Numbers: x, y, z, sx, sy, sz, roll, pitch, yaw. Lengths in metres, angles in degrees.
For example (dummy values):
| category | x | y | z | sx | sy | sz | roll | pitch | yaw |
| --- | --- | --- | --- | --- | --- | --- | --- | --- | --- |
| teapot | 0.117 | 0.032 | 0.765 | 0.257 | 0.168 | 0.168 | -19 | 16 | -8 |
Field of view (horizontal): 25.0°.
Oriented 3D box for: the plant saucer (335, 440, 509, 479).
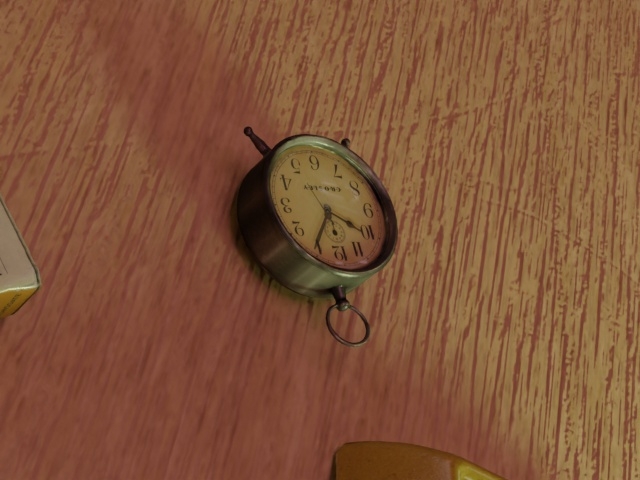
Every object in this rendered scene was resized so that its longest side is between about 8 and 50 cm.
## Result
| category | x | y | z | sx | sy | sz | roll | pitch | yaw |
| --- | --- | --- | --- | --- | --- | --- | --- | --- | --- |
| plant saucer | 0.169 | 0.298 | 1.004 | 0.333 | 0.081 | 0.333 | 27 | 34 | -18 |

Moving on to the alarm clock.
| category | x | y | z | sx | sy | sz | roll | pitch | yaw |
| --- | --- | --- | --- | --- | --- | --- | --- | --- | --- |
| alarm clock | 0.000 | 0.000 | 1.153 | 0.129 | 0.064 | 0.192 | 4 | 57 | -37 |

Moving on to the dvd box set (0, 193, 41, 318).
| category | x | y | z | sx | sy | sz | roll | pitch | yaw |
| --- | --- | --- | --- | --- | --- | --- | --- | --- | --- |
| dvd box set | -0.410 | -0.047 | 0.854 | 0.420 | 0.062 | 0.308 | -17 | 71 | -44 |
